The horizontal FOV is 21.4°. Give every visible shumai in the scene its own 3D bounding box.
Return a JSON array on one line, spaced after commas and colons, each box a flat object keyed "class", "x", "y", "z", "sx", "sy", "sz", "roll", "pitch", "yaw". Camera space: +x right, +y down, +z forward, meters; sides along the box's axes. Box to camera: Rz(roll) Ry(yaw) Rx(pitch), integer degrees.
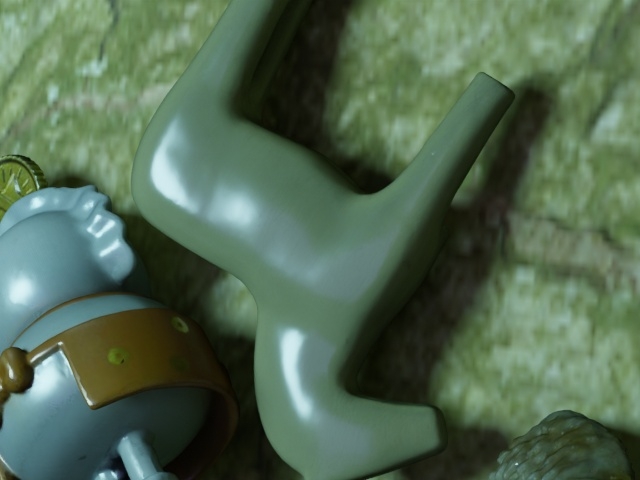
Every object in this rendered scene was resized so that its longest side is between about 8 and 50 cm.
[{"class": "shumai", "x": 0.128, "y": 0.164, "z": 0.811, "sx": 0.116, "sy": 0.145, "sz": 0.145, "roll": 36, "pitch": 112, "yaw": -15}]

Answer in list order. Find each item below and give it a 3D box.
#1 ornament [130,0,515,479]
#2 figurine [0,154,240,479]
[{"class": "ornament", "x": 0.000, "y": 0.000, "z": 0.891, "sx": 0.230, "sy": 0.061, "sz": 0.245, "roll": 34, "pitch": 95, "yaw": 18}, {"class": "figurine", "x": -0.136, "y": 0.062, "z": 0.933, "sx": 0.143, "sy": 0.143, "sz": 0.271, "roll": -46, "pitch": 70, "yaw": 21}]
